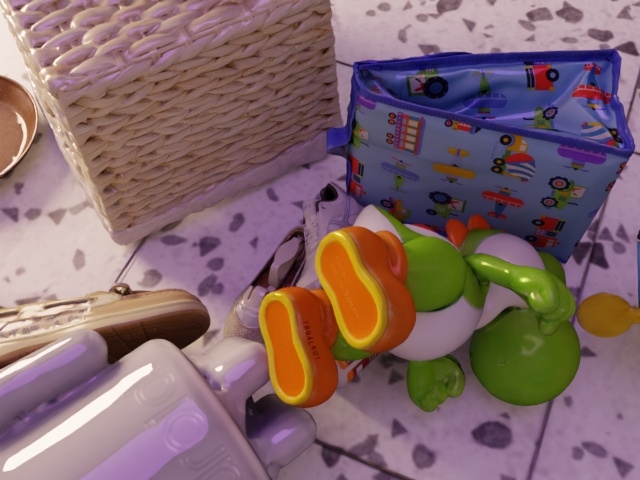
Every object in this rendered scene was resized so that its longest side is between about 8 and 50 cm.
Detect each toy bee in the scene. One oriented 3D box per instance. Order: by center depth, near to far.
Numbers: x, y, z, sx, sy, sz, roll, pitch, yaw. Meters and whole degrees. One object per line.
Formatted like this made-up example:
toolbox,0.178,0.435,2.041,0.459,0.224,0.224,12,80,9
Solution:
toy bee,0.380,0.075,0.723,0.298,0.195,0.162,-9,96,-46

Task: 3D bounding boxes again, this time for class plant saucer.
plant saucer,-0.458,-0.132,0.934,0.199,0.036,0.198,0,61,0

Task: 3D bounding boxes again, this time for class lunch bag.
lunch bag,0.151,-0.091,0.796,0.293,0.221,0.138,4,60,3

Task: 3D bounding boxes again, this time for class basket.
basket,-0.181,-0.237,0.862,0.331,0.266,0.328,-26,62,-16

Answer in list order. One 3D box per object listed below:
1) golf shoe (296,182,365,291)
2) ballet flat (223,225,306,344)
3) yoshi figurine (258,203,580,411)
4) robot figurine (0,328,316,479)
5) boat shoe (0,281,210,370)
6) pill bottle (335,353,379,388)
golf shoe,0.000,0.000,0.797,0.086,0.069,0.176,48,33,-10
ballet flat,-0.060,0.051,0.813,0.057,0.052,0.168,24,63,14
yoshi figurine,0.136,0.086,0.678,0.362,0.203,0.204,-2,16,-43
robot figurine,-0.178,0.223,0.629,0.353,0.200,0.300,-35,95,-17
boat shoe,-0.260,0.090,0.764,0.285,0.104,0.089,-12,56,-3
pill bottle,0.045,0.080,0.776,0.152,0.086,0.086,-39,67,-20
